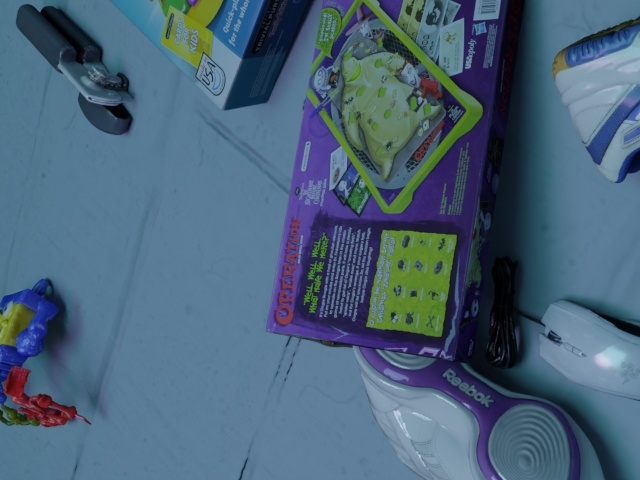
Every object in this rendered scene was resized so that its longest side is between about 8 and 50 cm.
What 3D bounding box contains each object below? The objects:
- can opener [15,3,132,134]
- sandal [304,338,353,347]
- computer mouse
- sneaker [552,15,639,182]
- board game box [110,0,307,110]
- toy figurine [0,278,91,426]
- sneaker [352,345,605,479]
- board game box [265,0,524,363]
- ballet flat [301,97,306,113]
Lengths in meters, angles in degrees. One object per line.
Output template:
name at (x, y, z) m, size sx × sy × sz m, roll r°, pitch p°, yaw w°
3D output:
can opener at (-0.369, -0.258, 1.413) m, size 0.280 × 0.074 × 0.093 m, roll 48°, pitch 126°, yaw 33°
sandal at (0.012, 0.076, 1.056) m, size 0.219 × 0.060 × 0.090 m, roll -1°, pitch 93°, yaw 47°
computer mouse at (0.222, 0.087, 0.850) m, size 0.193 × 0.042 × 0.106 m, roll 20°, pitch 107°, yaw 44°
sneaker at (0.321, -0.125, 0.702) m, size 0.296 × 0.112 × 0.131 m, roll -13°, pitch 102°, yaw 48°
board game box at (-0.152, -0.355, 1.123) m, size 0.336 × 0.079 × 0.254 m, roll 44°, pitch 129°, yaw 23°
toy figurine at (-0.484, 0.173, 1.571) m, size 0.362 × 0.191 × 0.217 m, roll -16°, pitch 52°, yaw 53°
sneaker at (0.150, 0.195, 0.905) m, size 0.305 × 0.114 × 0.152 m, roll 44°, pitch 153°, yaw 37°
board game box at (0.068, -0.070, 0.906) m, size 0.208 × 0.056 × 0.347 m, roll 6°, pitch 83°, yaw 31°
ballet flat at (0.053, -0.133, 1.007) m, size 0.168 × 0.057 × 0.052 m, roll 7°, pitch 134°, yaw 43°
